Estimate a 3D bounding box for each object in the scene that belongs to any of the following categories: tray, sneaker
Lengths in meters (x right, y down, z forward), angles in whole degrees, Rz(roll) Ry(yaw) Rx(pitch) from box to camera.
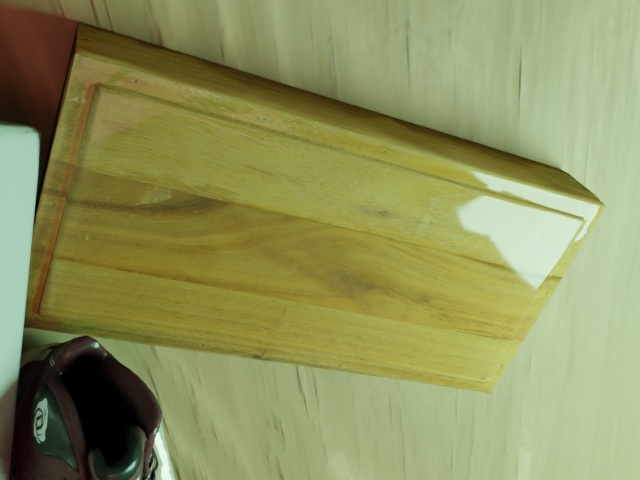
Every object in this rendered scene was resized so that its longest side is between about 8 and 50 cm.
[{"bbox_3d":[0.000,0.000,0.562,0.411,0.076,0.202,13,116,-22],"label":"tray"},{"bbox_3d":[-0.150,0.195,0.485,0.107,0.281,0.162,-11,168,-35],"label":"sneaker"}]

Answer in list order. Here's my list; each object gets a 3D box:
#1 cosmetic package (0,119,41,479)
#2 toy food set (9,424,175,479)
[{"bbox_3d":[-0.281,0.115,0.385,0.156,0.217,0.384,9,99,3],"label":"cosmetic package"},{"bbox_3d":[-0.198,0.223,0.581,0.218,0.071,0.128,-10,100,-37],"label":"toy food set"}]
